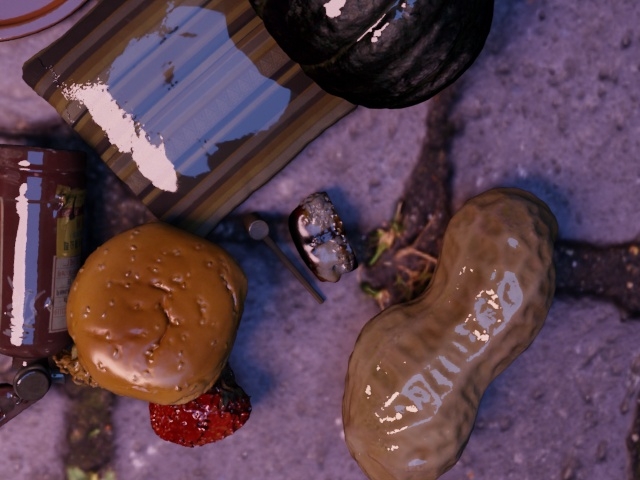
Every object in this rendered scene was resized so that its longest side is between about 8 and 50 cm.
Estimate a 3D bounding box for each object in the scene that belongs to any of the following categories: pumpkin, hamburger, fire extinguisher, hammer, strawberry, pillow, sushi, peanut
[{"bbox_3d":[0.035,-0.210,0.533,0.161,0.220,0.220,-33,104,32],"label":"pumpkin"},{"bbox_3d":[-0.135,0.060,0.565,0.138,0.083,0.147,20,65,1],"label":"hamburger"},{"bbox_3d":[-0.258,0.045,0.581,0.106,0.075,0.252,5,97,-6],"label":"fire extinguisher"},{"bbox_3d":[-0.031,0.019,0.643,0.019,0.035,0.110,-42,111,-2],"label":"hammer"},{"bbox_3d":[-0.112,0.147,0.620,0.096,0.083,0.083,-33,104,29],"label":"strawberry"},{"bbox_3d":[-0.106,-0.131,0.596,0.208,0.052,0.212,-41,102,0],"label":"pillow"},{"bbox_3d":[0.000,0.000,0.636,0.046,0.044,0.083,-26,99,-7],"label":"sushi"},{"bbox_3d":[0.116,0.085,0.632,0.136,0.120,0.298,35,87,-17],"label":"peanut"}]

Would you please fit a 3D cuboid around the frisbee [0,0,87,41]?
[{"bbox_3d":[-0.283,-0.288,0.561,0.250,0.021,0.251,-1,97,-10],"label":"frisbee"}]
